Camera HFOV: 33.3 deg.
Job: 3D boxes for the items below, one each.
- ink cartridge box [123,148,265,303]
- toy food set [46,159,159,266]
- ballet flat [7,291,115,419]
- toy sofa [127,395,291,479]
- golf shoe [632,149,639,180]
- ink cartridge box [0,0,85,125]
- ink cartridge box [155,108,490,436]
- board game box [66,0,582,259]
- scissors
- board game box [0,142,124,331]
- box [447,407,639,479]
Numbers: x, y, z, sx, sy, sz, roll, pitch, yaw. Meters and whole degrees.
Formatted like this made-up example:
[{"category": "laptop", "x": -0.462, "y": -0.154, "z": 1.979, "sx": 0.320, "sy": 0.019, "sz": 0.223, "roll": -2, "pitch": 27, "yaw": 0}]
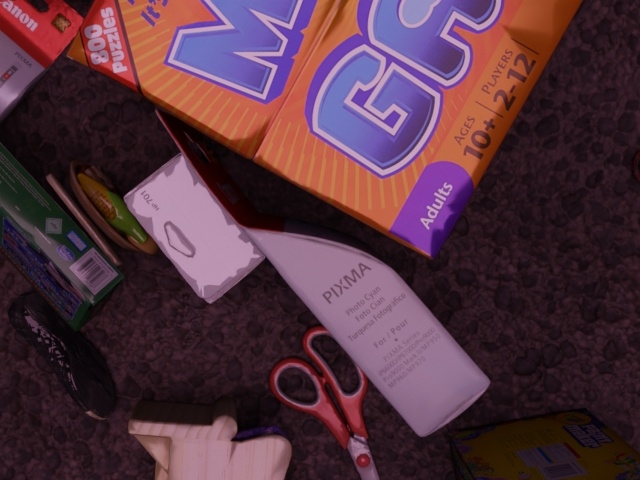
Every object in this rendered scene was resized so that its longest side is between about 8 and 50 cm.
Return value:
[{"category": "ink cartridge box", "x": -0.126, "y": -0.021, "z": 1.148, "sx": 0.082, "sy": 0.190, "sz": 0.139, "roll": -38, "pitch": 96, "yaw": 2}, {"category": "toy food set", "x": -0.215, "y": -0.038, "z": 1.144, "sx": 0.038, "sy": 0.192, "sz": 0.132, "roll": -38, "pitch": 93, "yaw": 7}, {"category": "ballet flat", "x": -0.295, "y": 0.133, "z": 1.236, "sx": 0.049, "sy": 0.057, "sz": 0.173, "roll": -31, "pitch": 95, "yaw": 41}, {"category": "toy sofa", "x": -0.134, "y": 0.362, "z": 1.188, "sx": 0.177, "sy": 0.150, "sz": 0.362, "roll": 4, "pitch": 89, "yaw": -5}, {"category": "golf shoe", "x": 0.457, "y": -0.083, "z": 1.216, "sx": 0.186, "sy": 0.086, "sz": 0.067, "roll": -4, "pitch": 94, "yaw": -3}, {"category": "ink cartridge box", "x": -0.374, "y": -0.224, "z": 1.197, "sx": 0.145, "sy": 0.045, "sz": 0.179, "roll": 41, "pitch": 95, "yaw": -5}, {"category": "ink cartridge box", "x": 0.000, "y": 0.000, "z": 1.097, "sx": 0.091, "sy": 0.308, "sz": 0.385, "roll": -38, "pitch": 94, "yaw": 2}, {"category": "board game box", "x": 0.024, "y": -0.235, "z": 1.050, "sx": 0.356, "sy": 0.356, "sz": 0.356, "roll": 29, "pitch": 93, "yaw": -4}, {"category": "scissors", "x": 0.052, "y": 0.238, "z": 1.262, "sx": 0.109, "sy": 0.021, "sz": 0.297, "roll": -35, "pitch": 94, "yaw": 0}, {"category": "board game box", "x": -0.341, "y": -0.046, "z": 1.123, "sx": 0.046, "sy": 0.213, "sz": 0.317, "roll": -43, "pitch": 93, "yaw": -20}, {"category": "box", "x": 0.262, "y": 0.360, "z": 1.147, "sx": 0.177, "sy": 0.290, "sz": 0.279, "roll": -9, "pitch": 96, "yaw": -2}]
